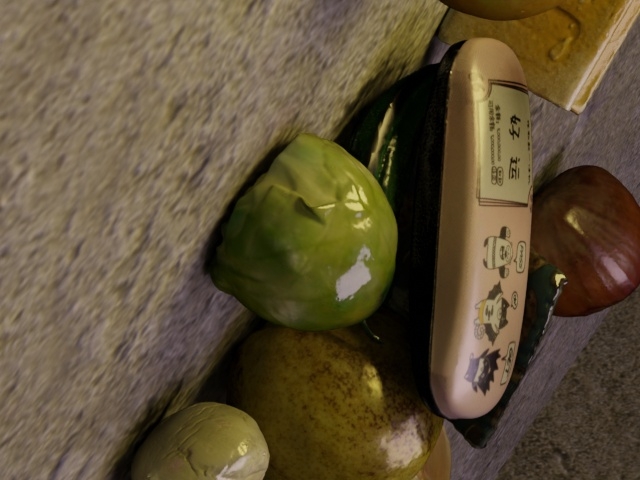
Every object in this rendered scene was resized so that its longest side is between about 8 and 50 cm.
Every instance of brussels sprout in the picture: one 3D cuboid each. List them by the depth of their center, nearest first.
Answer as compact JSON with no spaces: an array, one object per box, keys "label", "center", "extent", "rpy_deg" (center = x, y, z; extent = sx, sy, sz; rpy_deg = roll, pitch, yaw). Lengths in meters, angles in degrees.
[{"label":"brussels sprout","center":[0.002,0.004,1.337],"extent":[0.151,0.122,0.149],"rpy_deg":[-44,162,-43]}]

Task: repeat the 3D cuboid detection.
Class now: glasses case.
[{"label":"glasses case","center":[0.125,-0.009,1.453],"extent":[0.122,0.075,0.314],"rpy_deg":[3,91,-60]}]

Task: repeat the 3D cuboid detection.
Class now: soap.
[{"label":"soap","center":[0.217,-0.241,1.522],"extent":[0.232,0.140,0.073],"rpy_deg":[-61,166,9]}]

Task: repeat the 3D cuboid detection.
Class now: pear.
[{"label":"pear","center":[0.006,0.137,1.523],"extent":[0.197,0.197,0.197],"rpy_deg":[-53,165,-21]}]

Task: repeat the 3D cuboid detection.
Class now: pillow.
[{"label":"pillow","center":[0.113,0.045,1.594],"extent":[0.034,0.255,0.189],"rpy_deg":[7,117,-38]}]

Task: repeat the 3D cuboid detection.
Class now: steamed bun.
[{"label":"steamed bun","center":[-0.098,0.181,1.422],"extent":[0.112,0.091,0.130],"rpy_deg":[-48,164,-13]}]

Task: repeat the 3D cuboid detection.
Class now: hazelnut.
[{"label":"hazelnut","center":[0.356,0.010,2.420],"extent":[0.210,0.186,0.210],"rpy_deg":[-43,175,-5]}]

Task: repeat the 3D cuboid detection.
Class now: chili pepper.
[{"label":"chili pepper","center":[0.060,-0.061,1.473],"extent":[0.122,0.065,0.279],"rpy_deg":[48,58,-37]}]

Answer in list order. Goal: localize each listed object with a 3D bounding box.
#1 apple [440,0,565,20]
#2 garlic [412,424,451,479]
[{"label":"apple","center":[0.132,-0.235,1.240],"extent":[0.163,0.146,0.147],"rpy_deg":[-65,169,-55]},{"label":"garlic","center":[0.041,0.240,1.951],"extent":[0.143,0.178,0.229],"rpy_deg":[-31,165,38]}]
